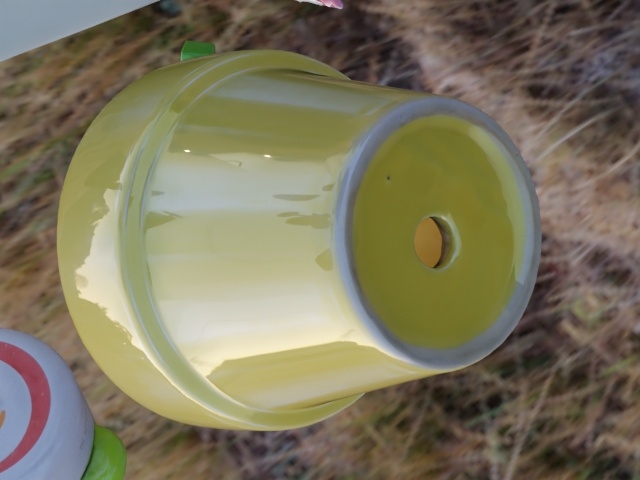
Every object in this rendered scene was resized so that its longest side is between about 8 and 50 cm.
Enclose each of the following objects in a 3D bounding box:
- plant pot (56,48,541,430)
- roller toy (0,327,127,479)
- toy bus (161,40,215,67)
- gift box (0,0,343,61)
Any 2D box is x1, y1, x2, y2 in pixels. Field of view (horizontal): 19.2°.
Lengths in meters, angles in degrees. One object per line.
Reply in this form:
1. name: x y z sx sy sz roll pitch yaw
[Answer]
1. plant pot: 0.000 0.000 1.198 0.239 0.254 0.254 -1 106 52
2. roller toy: -0.303 0.184 1.714 0.191 0.209 0.146 50 165 31
3. toy bus: -0.077 -0.063 1.600 0.104 0.202 0.191 5 104 3
4. gift box: -0.119 -0.202 0.724 0.276 0.258 0.255 26 128 34
